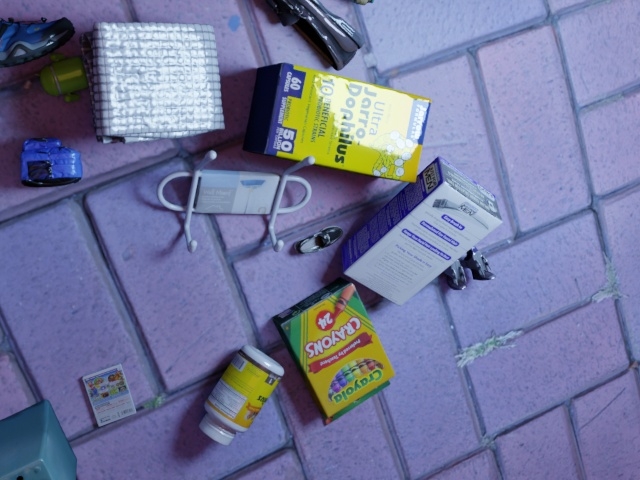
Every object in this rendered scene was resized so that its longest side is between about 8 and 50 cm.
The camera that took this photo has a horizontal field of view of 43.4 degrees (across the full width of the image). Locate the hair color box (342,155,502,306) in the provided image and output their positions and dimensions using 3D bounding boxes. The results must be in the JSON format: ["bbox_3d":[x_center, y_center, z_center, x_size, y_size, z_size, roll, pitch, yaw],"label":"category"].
[{"bbox_3d":[0.225,-0.014,1.841,0.185,0.110,0.339,31,125,-26],"label":"hair color box"}]

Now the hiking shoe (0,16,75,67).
[{"bbox_3d":[-0.634,-0.398,1.558,0.304,0.113,0.132,-21,106,-16],"label":"hiking shoe"}]

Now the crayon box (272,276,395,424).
[{"bbox_3d":[0.045,0.276,1.930,0.202,0.081,0.319,-30,108,-14],"label":"crayon box"}]

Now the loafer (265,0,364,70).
[{"bbox_3d":[-0.038,-0.490,1.771,0.302,0.109,0.095,32,91,-24],"label":"loafer"}]

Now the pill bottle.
[{"bbox_3d":[-0.185,0.355,1.838,0.117,0.117,0.215,35,86,-21],"label":"pill bottle"}]

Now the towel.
[{"bbox_3d":[-0.347,-0.324,1.651,0.283,0.121,0.235,-12,104,-36],"label":"towel"}]

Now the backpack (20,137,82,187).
[{"bbox_3d":[-0.547,-0.158,1.637,0.120,0.098,0.101,-2,95,-19],"label":"backpack"}]

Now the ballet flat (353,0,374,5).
[{"bbox_3d":[0.120,-0.704,1.794,0.123,0.123,0.349,19,91,-22],"label":"ballet flat"}]

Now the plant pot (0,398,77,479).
[{"bbox_3d":[-0.600,0.468,1.641,0.165,0.234,0.166,-24,106,-15],"label":"plant pot"}]

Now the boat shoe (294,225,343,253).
[{"bbox_3d":[0.000,0.000,1.893,0.125,0.038,0.046,-17,104,-17],"label":"boat shoe"}]

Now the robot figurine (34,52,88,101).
[{"bbox_3d":[-0.517,-0.334,1.636,0.115,0.067,0.101,-21,100,-16],"label":"robot figurine"}]

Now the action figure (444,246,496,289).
[{"bbox_3d":[0.329,-0.026,1.981,0.185,0.099,0.285,-24,102,-6],"label":"action figure"}]

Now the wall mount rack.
[{"bbox_3d":[-0.162,-0.102,1.709,0.349,0.131,0.304,0,136,-20],"label":"wall mount rack"}]

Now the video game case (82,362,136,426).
[{"bbox_3d":[-0.470,0.344,1.789,0.087,0.011,0.122,-18,104,-16],"label":"video game case"}]

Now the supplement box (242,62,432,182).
[{"bbox_3d":[0.034,-0.256,1.782,0.356,0.195,0.194,9,95,-22],"label":"supplement box"}]
